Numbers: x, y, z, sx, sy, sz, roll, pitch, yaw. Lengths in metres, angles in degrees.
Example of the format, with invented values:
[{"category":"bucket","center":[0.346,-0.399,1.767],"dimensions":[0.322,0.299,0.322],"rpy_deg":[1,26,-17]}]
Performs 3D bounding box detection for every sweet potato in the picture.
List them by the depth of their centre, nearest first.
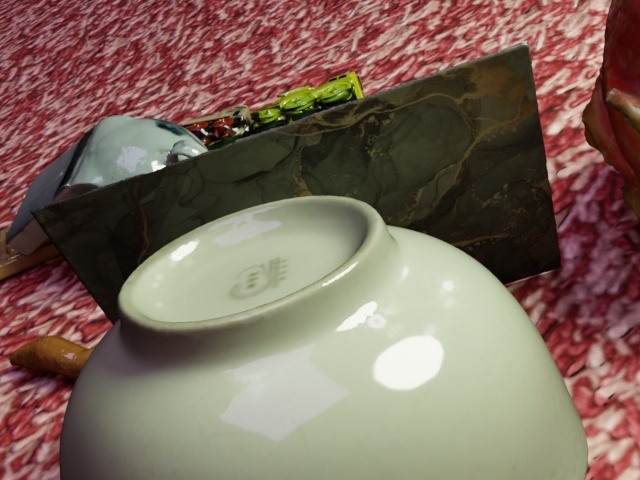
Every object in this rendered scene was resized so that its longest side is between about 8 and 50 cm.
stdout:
[{"category":"sweet potato","center":[-0.223,0.109,0.960],"dimensions":[0.179,0.044,0.044],"rpy_deg":[-3,37,28]}]

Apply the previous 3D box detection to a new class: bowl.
[{"category":"bowl","center":[-0.019,0.090,0.679],"dimensions":[0.354,0.185,0.354],"rpy_deg":[-15,22,6]}]

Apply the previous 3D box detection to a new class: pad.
[{"category":"pad","center":[0.000,0.000,0.805],"dimensions":[0.368,0.247,0.007],"rpy_deg":[-18,47,5]}]

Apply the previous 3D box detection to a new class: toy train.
[{"category":"toy train","center":[-0.071,-0.137,1.221],"dimensions":[0.250,0.053,0.085],"rpy_deg":[-13,25,13]}]

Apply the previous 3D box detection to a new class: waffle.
[{"category":"waffle","center":[-0.329,0.001,1.192],"dimensions":[0.135,0.021,0.092],"rpy_deg":[-23,34,-5]}]

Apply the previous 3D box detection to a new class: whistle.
[{"category":"whistle","center":[-0.198,-0.040,1.085],"dimensions":[0.290,0.163,0.163],"rpy_deg":[-28,19,49]}]

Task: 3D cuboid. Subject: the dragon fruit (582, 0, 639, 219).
[{"category":"dragon fruit","center":[0.324,-0.102,0.788],"dimensions":[0.296,0.314,0.263],"rpy_deg":[-24,-14,-29]}]
